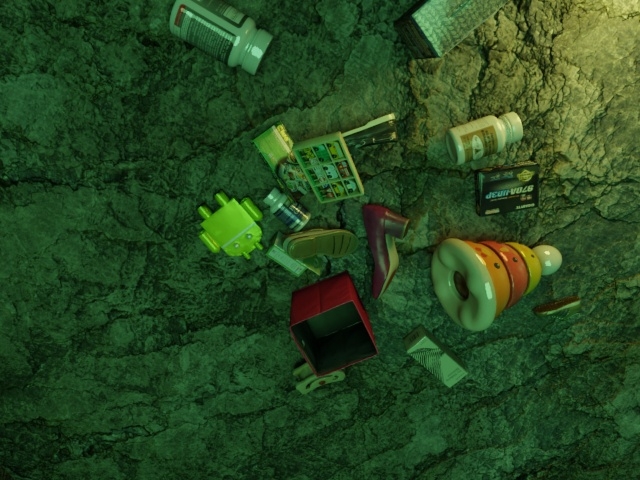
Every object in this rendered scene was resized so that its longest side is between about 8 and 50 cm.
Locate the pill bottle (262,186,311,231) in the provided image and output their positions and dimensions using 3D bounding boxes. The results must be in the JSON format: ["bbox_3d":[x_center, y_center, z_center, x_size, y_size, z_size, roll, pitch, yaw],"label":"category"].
[{"bbox_3d":[-0.125,-0.116,1.627,0.169,0.094,0.094,40,105,-16],"label":"pill bottle"}]

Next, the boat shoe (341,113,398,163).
[{"bbox_3d":[0.110,-0.322,1.540,0.340,0.127,0.113,-23,99,-3],"label":"boat shoe"}]

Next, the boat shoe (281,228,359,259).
[{"bbox_3d":[0.000,0.000,1.654,0.303,0.103,0.113,-2,115,-32],"label":"boat shoe"}]

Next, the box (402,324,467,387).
[{"bbox_3d":[0.482,0.488,1.884,0.275,0.094,0.113,40,105,-15],"label":"box"}]

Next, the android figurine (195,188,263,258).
[{"bbox_3d":[-0.328,-0.050,1.668,0.248,0.056,0.272,-34,107,10],"label":"android figurine"}]

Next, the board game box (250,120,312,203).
[{"bbox_3d":[-0.121,-0.272,1.563,0.136,0.030,0.259,-42,110,-24],"label":"board game box"}]

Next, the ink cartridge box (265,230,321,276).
[{"bbox_3d":[-0.099,0.064,1.686,0.209,0.109,0.062,35,116,-15],"label":"ink cartridge box"}]

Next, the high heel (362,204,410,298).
[{"bbox_3d":[0.212,0.045,1.720,0.182,0.127,0.376,23,116,20],"label":"high heel"}]

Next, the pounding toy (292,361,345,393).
[{"bbox_3d":[0.004,0.525,1.896,0.270,0.154,0.154,-36,137,21],"label":"pounding toy"}]

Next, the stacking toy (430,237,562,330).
[{"bbox_3d":[0.694,0.110,1.683,0.481,0.350,0.350,-16,112,-16],"label":"stacking toy"}]

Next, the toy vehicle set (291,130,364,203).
[{"bbox_3d":[0.031,-0.240,1.524,0.166,0.035,0.266,-11,139,18],"label":"toy vehicle set"}]

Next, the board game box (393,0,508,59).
[{"bbox_3d":[0.370,-0.673,1.323,0.232,0.291,0.141,-38,108,11],"label":"board game box"}]

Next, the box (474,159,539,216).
[{"bbox_3d":[0.687,-0.191,1.650,0.221,0.051,0.175,-9,111,1],"label":"box"}]

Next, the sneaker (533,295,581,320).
[{"bbox_3d":[0.985,0.300,1.844,0.192,0.064,0.086,-18,106,2],"label":"sneaker"}]

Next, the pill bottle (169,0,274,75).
[{"bbox_3d":[-0.301,-0.642,1.381,0.283,0.161,0.161,27,108,-12],"label":"pill bottle"}]

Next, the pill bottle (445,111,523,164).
[{"bbox_3d":[0.561,-0.355,1.539,0.230,0.131,0.131,-18,111,5],"label":"pill bottle"}]

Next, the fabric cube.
[{"bbox_3d":[0.045,0.312,1.713,0.259,0.258,0.254,-23,111,7],"label":"fabric cube"}]
